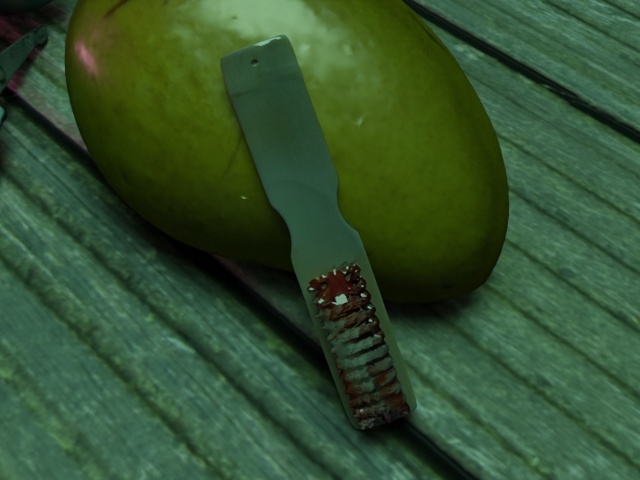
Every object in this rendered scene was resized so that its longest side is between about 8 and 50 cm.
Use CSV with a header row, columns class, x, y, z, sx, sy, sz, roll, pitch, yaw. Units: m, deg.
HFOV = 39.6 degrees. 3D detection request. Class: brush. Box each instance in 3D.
class,x,y,z,sx,sy,sz,roll,pitch,yaw
brush,0.000,0.000,0.698,0.060,0.321,0.050,-19,6,5

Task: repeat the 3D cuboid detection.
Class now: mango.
class,x,y,z,sx,sy,sz,roll,pitch,yaw
mango,-0.025,-0.104,0.808,0.445,0.220,0.301,39,85,8

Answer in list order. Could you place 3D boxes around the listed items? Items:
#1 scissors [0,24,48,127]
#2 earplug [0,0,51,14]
class,x,y,z,sx,sy,sz,roll,pitch,yaw
scissors,-0.339,-0.159,0.906,0.029,0.191,0.360,-11,30,13
earplug,-0.400,-0.303,0.908,0.184,0.185,0.324,12,24,5
